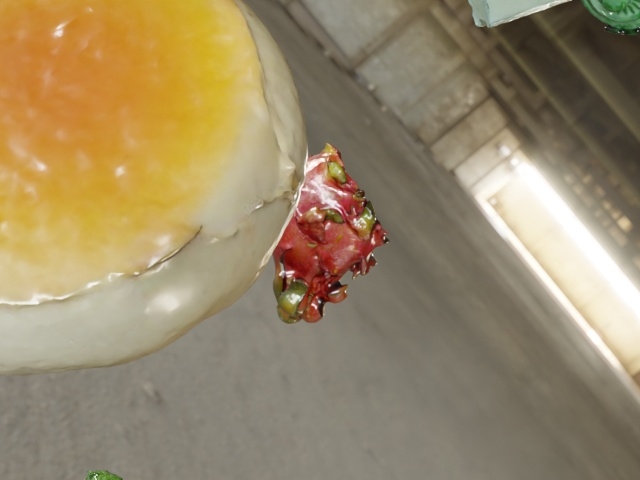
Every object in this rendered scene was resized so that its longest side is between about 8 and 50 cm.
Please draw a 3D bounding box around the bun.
[{"bbox_3d":[-0.150,-0.040,0.836,0.299,0.299,0.165,54,-12,28],"label":"bun"}]

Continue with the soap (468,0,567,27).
[{"bbox_3d":[0.275,-0.344,1.654,0.063,0.198,0.115,-141,-149,-75],"label":"soap"}]

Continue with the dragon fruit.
[{"bbox_3d":[0.000,0.000,1.426,0.150,0.208,0.133,14,21,-13],"label":"dragon fruit"}]

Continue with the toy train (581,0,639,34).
[{"bbox_3d":[0.336,-0.295,1.215,0.266,0.145,0.202,9,-39,31],"label":"toy train"}]

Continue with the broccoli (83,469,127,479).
[{"bbox_3d":[-0.170,0.418,1.322,0.321,0.310,0.413,17,40,-11],"label":"broccoli"}]
